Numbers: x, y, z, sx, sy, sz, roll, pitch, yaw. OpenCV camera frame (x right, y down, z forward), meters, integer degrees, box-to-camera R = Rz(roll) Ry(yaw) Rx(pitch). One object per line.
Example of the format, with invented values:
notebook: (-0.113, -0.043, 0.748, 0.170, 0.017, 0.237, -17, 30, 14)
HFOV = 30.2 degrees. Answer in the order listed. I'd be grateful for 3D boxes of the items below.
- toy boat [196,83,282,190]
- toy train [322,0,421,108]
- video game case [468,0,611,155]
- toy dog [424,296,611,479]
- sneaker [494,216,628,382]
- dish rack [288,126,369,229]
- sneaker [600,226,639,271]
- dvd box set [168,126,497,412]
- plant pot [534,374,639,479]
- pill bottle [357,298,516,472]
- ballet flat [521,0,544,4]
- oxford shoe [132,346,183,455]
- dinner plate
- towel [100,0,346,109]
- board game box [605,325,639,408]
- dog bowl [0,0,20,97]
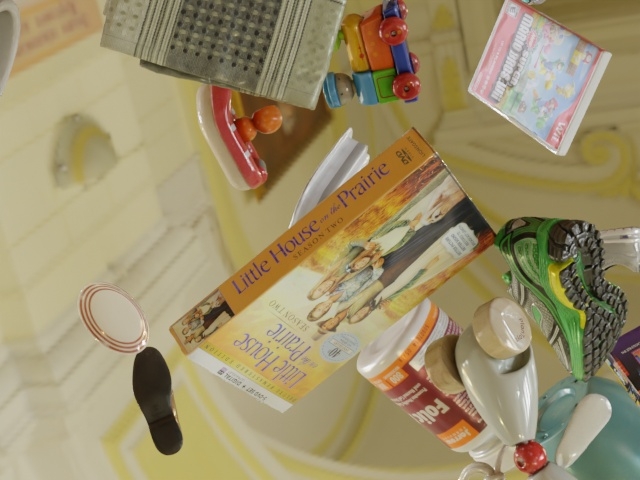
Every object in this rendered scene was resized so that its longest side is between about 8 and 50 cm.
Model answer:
toy boat: (-0.147, -0.223, 2.340, 0.151, 0.231, 0.151, -25, -157, 5)
toy train: (0.055, -0.309, 1.716, 0.144, 0.248, 0.105, -12, -151, 9)
video game case: (0.398, -0.309, 2.197, 0.025, 0.204, 0.285, 4, -153, -36)
toy dog: (0.288, 0.227, 1.649, 0.161, 0.333, 0.220, -23, -170, -42)
sneaker: (0.364, 0.080, 1.789, 0.146, 0.343, 0.134, 18, -123, 40)
dish rack: (0.000, 0.000, 2.004, 0.072, 0.332, 0.285, 23, -146, 6)
sneaker: (0.586, 0.044, 2.673, 0.281, 0.115, 0.105, -11, 175, 29)
dvd box set: (0.031, 0.056, 1.648, 0.420, 0.307, 0.062, -39, -122, 4)
plant pot: (0.527, 0.397, 2.281, 0.293, 0.235, 0.293, -46, -171, 10)
pill bottle: (0.292, 0.322, 2.612, 0.224, 0.392, 0.224, -48, -171, 10)
ballet flat: (0.431, -0.510, 2.502, 0.114, 0.041, 0.041, -8, -166, -33)
oxford shoe: (-0.312, 0.309, 2.271, 0.076, 0.212, 0.076, -13, 169, -5)
dinner plate: (-0.337, 0.126, 1.949, 0.141, 0.141, 0.017, 0, -150, 32)
towel: (-0.114, -0.362, 1.596, 0.312, 0.324, 0.056, 16, -178, -7)
board game box: (0.611, 0.211, 2.114, 0.170, 0.048, 0.141, -27, -117, -10)
dog bowl: (-0.553, -0.230, 1.737, 0.102, 0.348, 0.348, 25, -157, -2)
